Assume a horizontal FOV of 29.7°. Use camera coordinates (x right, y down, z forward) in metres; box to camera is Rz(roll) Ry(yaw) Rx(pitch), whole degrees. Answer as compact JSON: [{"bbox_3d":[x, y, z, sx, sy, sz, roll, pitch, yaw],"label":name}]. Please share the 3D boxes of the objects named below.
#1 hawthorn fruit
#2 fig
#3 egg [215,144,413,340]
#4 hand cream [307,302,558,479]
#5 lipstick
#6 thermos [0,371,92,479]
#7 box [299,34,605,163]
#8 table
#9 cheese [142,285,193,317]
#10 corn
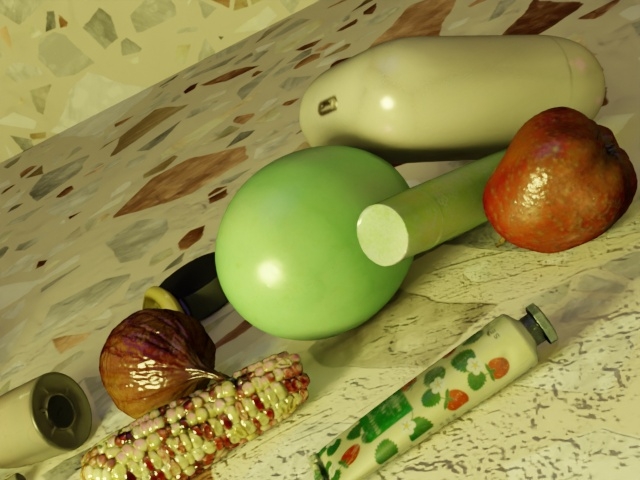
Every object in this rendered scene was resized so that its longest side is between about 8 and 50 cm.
[{"bbox_3d":[0.246,-0.047,1.344,0.203,0.162,0.162,-43,13,27],"label":"hawthorn fruit"},{"bbox_3d":[-0.171,0.159,1.454,0.201,0.134,0.146,14,57,50],"label":"fig"},{"bbox_3d":[0.000,0.000,1.439,0.269,0.220,0.220,-31,18,-33],"label":"egg"},{"bbox_3d":[0.107,0.156,1.176,0.276,0.059,0.095,-35,19,0],"label":"hand cream"},{"bbox_3d":[0.158,-0.046,1.404,0.076,0.076,0.304,-11,7,42],"label":"lipstick"},{"bbox_3d":[-0.404,0.264,1.572,0.193,0.105,0.137,-23,53,28],"label":"thermos"},{"bbox_3d":[0.165,-0.179,1.551,0.349,0.141,0.288,-5,-4,-25],"label":"box"},{"bbox_3d":[-0.180,0.071,1.769,0.133,0.043,0.133,-26,22,11],"label":"table"},{"bbox_3d":[-0.197,0.123,1.654,0.036,0.086,0.162,1,16,-38],"label":"cheese"},{"bbox_3d":[-0.137,0.213,1.336,0.280,0.092,0.092,-27,20,-5],"label":"corn"}]
